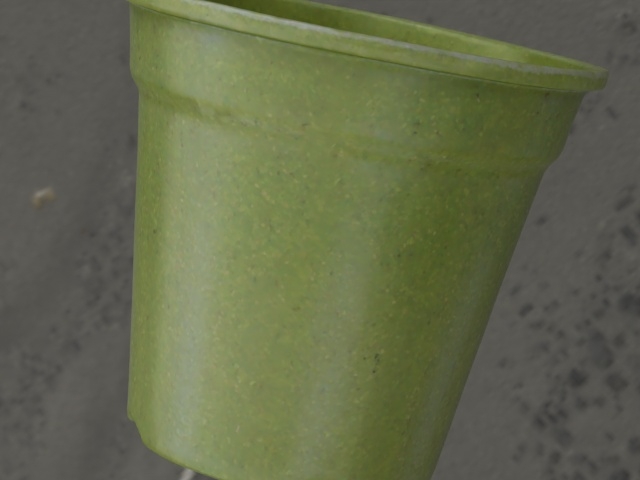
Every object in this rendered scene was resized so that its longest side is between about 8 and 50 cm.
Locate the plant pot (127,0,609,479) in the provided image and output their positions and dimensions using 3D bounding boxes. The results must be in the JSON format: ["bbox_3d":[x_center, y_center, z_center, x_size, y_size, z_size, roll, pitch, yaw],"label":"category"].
[{"bbox_3d":[0.000,0.000,0.985,0.276,0.276,0.254,17,102,30],"label":"plant pot"}]
